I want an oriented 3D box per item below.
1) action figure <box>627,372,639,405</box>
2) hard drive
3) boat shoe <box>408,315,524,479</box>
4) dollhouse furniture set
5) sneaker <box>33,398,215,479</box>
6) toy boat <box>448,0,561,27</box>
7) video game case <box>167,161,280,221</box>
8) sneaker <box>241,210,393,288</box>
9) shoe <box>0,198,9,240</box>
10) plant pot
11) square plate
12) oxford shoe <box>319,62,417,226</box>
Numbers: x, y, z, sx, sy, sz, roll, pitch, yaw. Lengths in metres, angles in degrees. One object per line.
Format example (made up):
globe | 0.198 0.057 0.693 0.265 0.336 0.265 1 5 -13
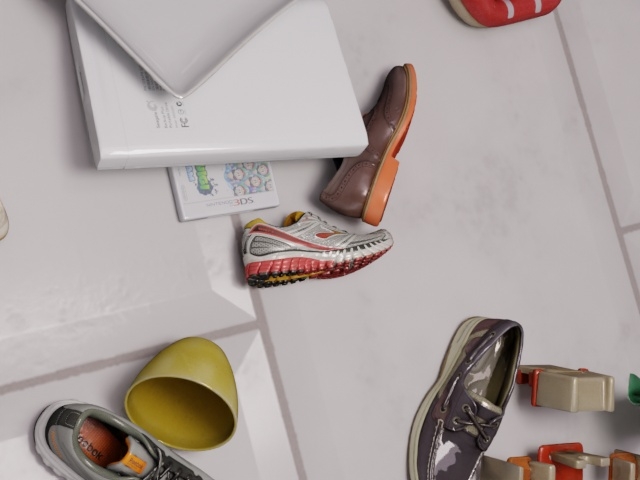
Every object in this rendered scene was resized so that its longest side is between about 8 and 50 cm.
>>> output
action figure | 0.506 0.260 1.545 0.232 0.063 0.137 24 48 -70
hard drive | -0.130 -0.208 1.331 0.353 0.047 0.233 -5 68 -25
boat shoe | 0.206 0.230 1.429 0.103 0.092 0.285 34 65 -18
dollhouse furniture set | 0.346 0.314 1.491 0.262 0.135 0.259 3 89 -28
sneaker | -0.201 0.275 1.189 0.271 0.108 0.100 37 62 -19
toy boat | 0.300 -0.419 1.593 0.231 0.151 0.151 -20 88 -31
video game case | -0.134 -0.111 1.362 0.143 0.019 0.157 -10 84 -30
sneaker | 0.000 0.000 1.372 0.225 0.088 0.093 -5 73 -33
shoe | -0.433 -0.084 1.168 0.219 0.058 0.076 50 61 -10
plant pot | -0.154 0.171 1.236 0.134 0.134 0.095 35 39 -18
square plate | -0.198 -0.376 1.328 0.344 0.049 0.347 43 57 0
oxford shoe | 0.071 -0.150 1.443 0.098 0.097 0.271 16 56 2
